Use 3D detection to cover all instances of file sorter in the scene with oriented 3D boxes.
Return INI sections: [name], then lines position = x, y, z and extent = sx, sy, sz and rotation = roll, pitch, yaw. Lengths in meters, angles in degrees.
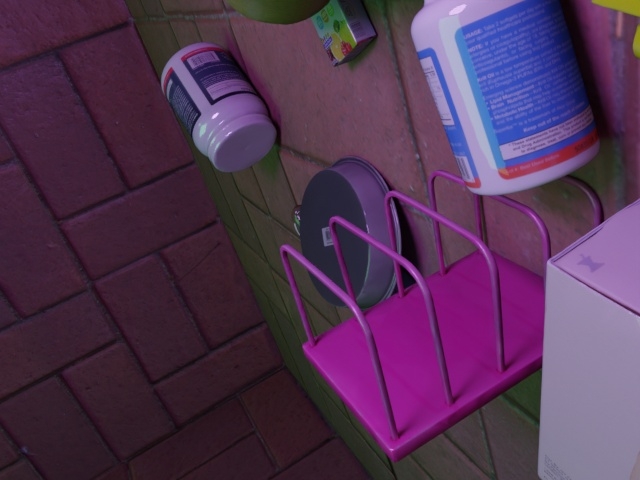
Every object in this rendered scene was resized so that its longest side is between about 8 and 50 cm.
[file sorter]
position = 0.129, 0.044, 0.613
extent = 0.202, 0.290, 0.182
rotation = 38, 148, 55

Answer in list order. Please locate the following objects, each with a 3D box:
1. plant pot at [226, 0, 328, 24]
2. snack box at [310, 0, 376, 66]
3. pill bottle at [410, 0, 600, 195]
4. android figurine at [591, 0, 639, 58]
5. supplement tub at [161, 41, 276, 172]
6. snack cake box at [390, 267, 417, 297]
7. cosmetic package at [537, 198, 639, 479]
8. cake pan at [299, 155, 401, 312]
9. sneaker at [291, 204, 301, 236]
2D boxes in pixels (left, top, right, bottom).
[plant pot]
position = -0.043, -0.358, 0.595
extent = 0.276, 0.276, 0.254
rotation = 64, 175, -6
[snack box]
position = 0.018, -0.330, 0.792
extent = 0.141, 0.037, 0.100
rotation = 64, 163, -6
[pill bottle]
position = 0.154, -0.163, 0.492
extent = 0.222, 0.124, 0.124
rotation = 67, 163, -15
[android figurine]
position = 0.240, -0.196, 0.293
extent = 0.273, 0.056, 0.248
rotation = 46, 157, 46
[supplement tub]
position = -0.243, -0.318, 1.338
extent = 0.272, 0.191, 0.191
rotation = 56, 163, 20
[snack cake box]
position = 0.166, 0.163, 1.049
extent = 0.264, 0.089, 0.152
rotation = 46, 158, 44
[cosmetic package]
position = 0.287, 0.120, 0.484
extent = 0.113, 0.160, 0.310
rotation = 42, 156, 47
[cake pan]
position = 0.041, -0.007, 1.031
extent = 0.293, 0.054, 0.294
rotation = 22, 115, 58
[sneaker]
position = 0.000, 0.000, 1.356
extent = 0.086, 0.064, 0.192
rotation = 7, 124, 62
